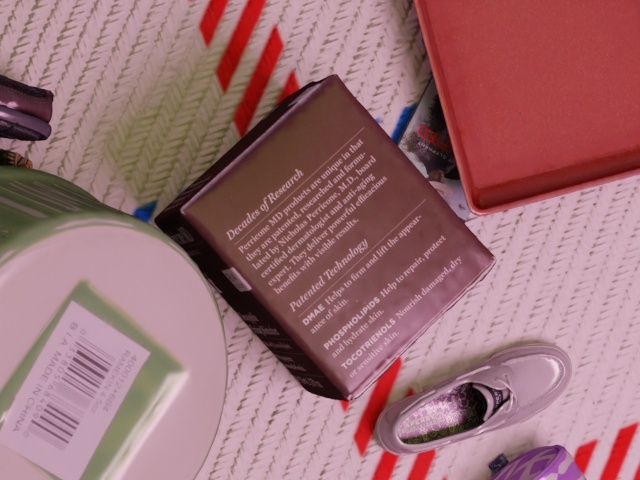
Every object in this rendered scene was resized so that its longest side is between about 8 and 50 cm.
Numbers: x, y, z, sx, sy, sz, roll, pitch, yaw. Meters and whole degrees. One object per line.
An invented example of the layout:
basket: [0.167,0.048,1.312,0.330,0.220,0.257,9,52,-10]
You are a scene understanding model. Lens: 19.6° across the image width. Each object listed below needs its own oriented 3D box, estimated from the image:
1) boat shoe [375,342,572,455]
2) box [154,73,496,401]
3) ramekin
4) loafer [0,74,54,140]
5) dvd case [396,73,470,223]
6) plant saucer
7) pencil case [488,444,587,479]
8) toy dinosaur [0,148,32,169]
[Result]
boat shoe: [0.136,0.135,1.584,0.184,0.063,0.066,-14,91,-12]
box: [0.000,0.000,1.505,0.167,0.168,0.203,-43,97,-10]
ramekin: [-0.215,0.102,1.398,0.303,0.148,0.303,-10,106,-39]
loafer: [-0.351,-0.159,1.469,0.302,0.109,0.095,15,80,-9]
dvd case: [0.113,-0.082,1.613,0.087,0.013,0.119,30,82,-10]
plant saucer: [0.206,-0.172,1.612,0.259,0.048,0.258,-15,91,-17]
pencil case: [0.219,0.272,1.584,0.088,0.086,0.206,-37,95,-24]
toy dinosaur: [-0.341,0.059,1.445,0.218,0.164,0.322,31,59,-26]
